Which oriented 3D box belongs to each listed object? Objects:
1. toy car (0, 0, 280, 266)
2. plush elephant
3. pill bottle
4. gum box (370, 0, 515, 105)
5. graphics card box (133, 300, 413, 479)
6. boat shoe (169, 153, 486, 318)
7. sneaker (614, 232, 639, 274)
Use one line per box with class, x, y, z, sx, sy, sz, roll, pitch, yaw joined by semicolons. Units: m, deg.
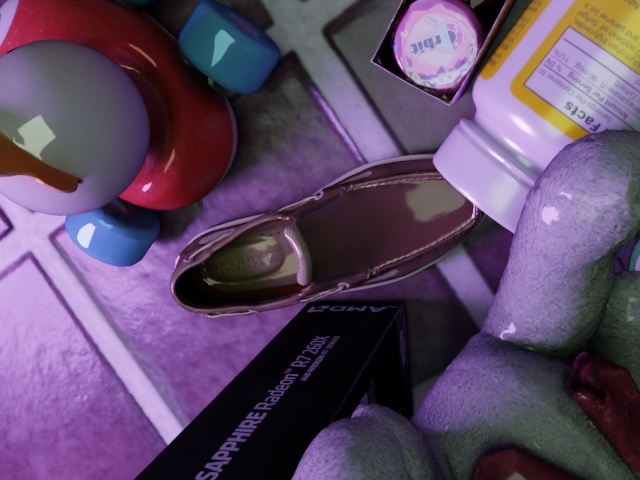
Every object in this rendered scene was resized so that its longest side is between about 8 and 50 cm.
toy car;-0.180;-0.095;0.523;0.210;0.238;0.219;40;109;2
plush elephant;0.162;0.167;0.402;0.255;0.272;0.330;31;147;27
pill bottle;0.170;-0.104;0.467;0.119;0.119;0.208;37;108;3
gum box;0.110;-0.189;0.496;0.062;0.107;0.188;29;108;6
graphics card box;-0.013;0.201;0.484;0.094;0.371;0.233;-2;104;19
boat shoe;0.003;0.008;0.577;0.257;0.095;0.095;-20;98;18
sneaker;0.328;0.127;0.488;0.134;0.146;0.343;-43;91;5
